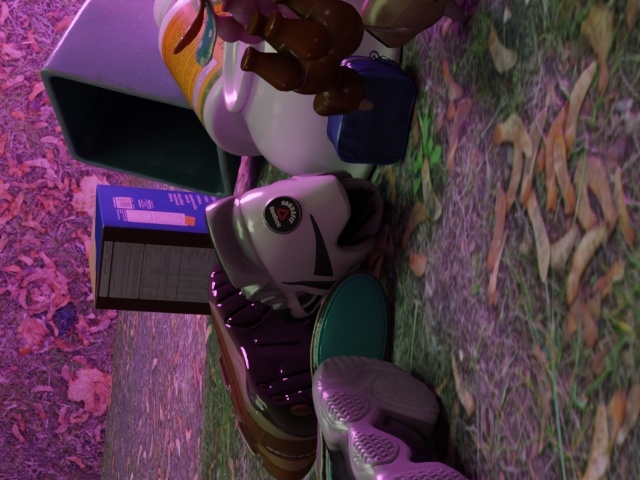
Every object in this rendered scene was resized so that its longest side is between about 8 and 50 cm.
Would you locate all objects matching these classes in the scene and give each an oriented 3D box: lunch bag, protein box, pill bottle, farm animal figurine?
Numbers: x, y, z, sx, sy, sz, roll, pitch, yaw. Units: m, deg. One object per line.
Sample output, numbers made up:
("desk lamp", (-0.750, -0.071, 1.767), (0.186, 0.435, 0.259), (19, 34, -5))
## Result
("lunch bag", (0.043, -0.123, 1.163), (0.065, 0.067, 0.098), (-118, 36, -64))
("protein box", (-0.248, 0.013, 1.985), (0.200, 0.201, 0.136), (-121, 38, -66))
("pill bottle", (-0.116, -0.224, 1.556), (0.246, 0.136, 0.136), (56, 143, 41))
("farm animal figurine", (0.047, -0.254, 1.025), (0.327, 0.172, 0.330), (-61, 22, 30))

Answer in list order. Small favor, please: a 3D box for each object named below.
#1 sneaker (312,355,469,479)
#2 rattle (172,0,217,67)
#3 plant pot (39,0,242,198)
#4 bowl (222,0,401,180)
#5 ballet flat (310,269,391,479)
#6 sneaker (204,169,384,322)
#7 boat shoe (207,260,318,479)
("sneaker", (0.041, 0.206, 0.995), (0.268, 0.101, 0.153), (-118, 38, -61))
("rattle", (-0.071, -0.250, 1.034), (0.130, 0.142, 0.200), (80, 174, -55))
("plant pot", (-0.211, -0.246, 1.791), (0.247, 0.247, 0.252), (88, -162, -65))
("bowl", (-0.022, -0.195, 1.312), (0.298, 0.134, 0.298), (-175, 90, -75))
("ballet flat", (0.023, 0.135, 1.162), (0.068, 0.072, 0.213), (126, 147, -79))
("sneaker", (0.000, 0.000, 1.246), (0.330, 0.146, 0.122), (22, -135, -83))
("boat shoe", (-0.061, 0.131, 1.394), (0.324, 0.122, 0.120), (-106, 22, -56))
